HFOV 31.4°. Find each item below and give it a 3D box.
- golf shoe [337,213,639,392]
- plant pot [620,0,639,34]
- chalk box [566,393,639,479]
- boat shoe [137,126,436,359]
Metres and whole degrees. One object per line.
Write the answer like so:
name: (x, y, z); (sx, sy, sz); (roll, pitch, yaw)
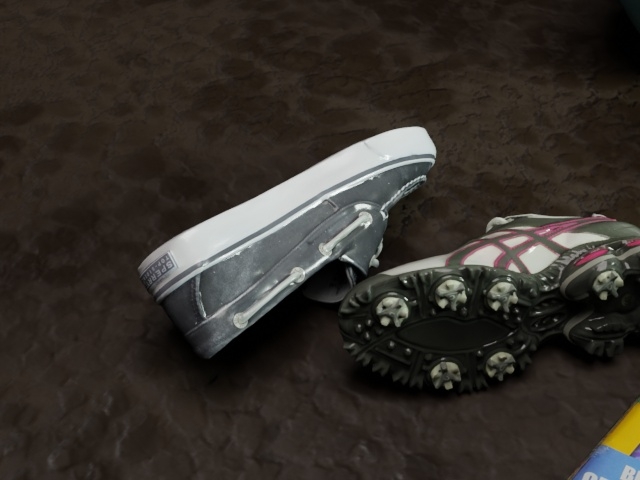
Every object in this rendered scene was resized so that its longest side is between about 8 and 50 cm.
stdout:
golf shoe: (0.137, 0.039, 0.874); (0.273, 0.105, 0.120); (-6, 29, -15)
plant pot: (0.403, -0.271, 1.100); (0.290, 0.195, 0.290); (0, 44, 0)
chalk box: (0.225, 0.200, 0.639); (0.179, 0.180, 0.289); (33, 54, 29)
boat shoe: (0.000, 0.000, 0.903); (0.301, 0.108, 0.102); (-29, 83, -41)
